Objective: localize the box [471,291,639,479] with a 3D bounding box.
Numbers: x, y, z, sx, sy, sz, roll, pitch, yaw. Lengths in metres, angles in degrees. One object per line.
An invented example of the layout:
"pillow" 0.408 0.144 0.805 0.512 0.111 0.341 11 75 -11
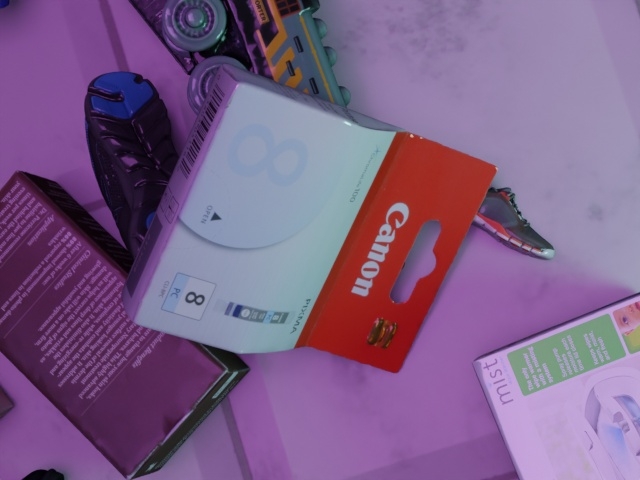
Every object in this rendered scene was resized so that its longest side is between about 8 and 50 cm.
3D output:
"box" 0.336 0.222 1.723 0.231 0.127 0.262 -22 84 7

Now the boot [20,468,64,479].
"boot" -0.477 0.365 1.879 0.207 0.094 0.246 30 99 7

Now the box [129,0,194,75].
"box" -0.116 -0.358 1.850 0.261 0.103 0.184 -39 79 6

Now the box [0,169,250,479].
"box" -0.296 0.105 1.841 0.381 0.143 0.191 44 95 12

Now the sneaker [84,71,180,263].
"sneaker" -0.206 -0.046 1.813 0.125 0.139 0.341 -14 70 -18

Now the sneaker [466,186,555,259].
"sneaker" 0.231 -0.034 1.790 0.158 0.061 0.065 32 87 10

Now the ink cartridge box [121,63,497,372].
"ink cartridge box" 0.000 0.000 1.683 0.385 0.091 0.308 18 106 -23

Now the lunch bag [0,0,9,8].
"lunch bag" -0.582 -0.477 1.854 0.385 0.239 0.327 8 107 7

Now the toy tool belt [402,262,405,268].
"toy tool belt" 0.092 -0.005 1.823 0.051 0.052 0.083 11 85 42

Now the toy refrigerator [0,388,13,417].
"toy refrigerator" -0.541 0.155 1.907 0.102 0.094 0.269 -44 80 12

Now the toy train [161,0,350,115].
"toy train" -0.071 -0.203 1.734 0.190 0.142 0.334 -21 93 -4
